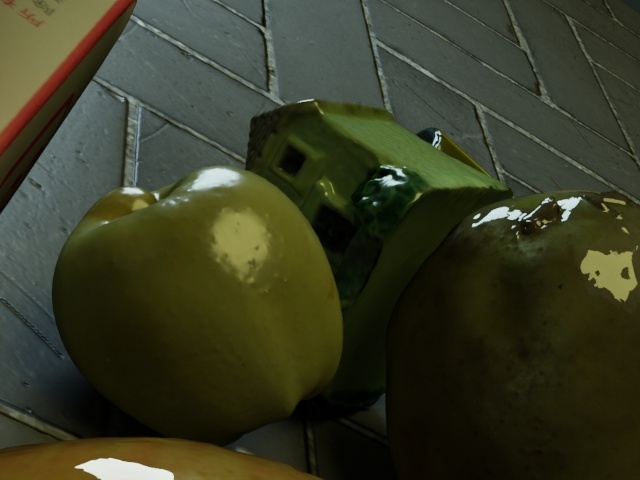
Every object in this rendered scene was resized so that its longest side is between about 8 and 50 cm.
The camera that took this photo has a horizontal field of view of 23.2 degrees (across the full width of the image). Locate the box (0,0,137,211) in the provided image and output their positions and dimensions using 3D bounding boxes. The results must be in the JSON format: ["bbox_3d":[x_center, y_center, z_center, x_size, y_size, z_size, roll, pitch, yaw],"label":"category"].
[{"bbox_3d":[-0.311,-0.049,0.730,0.314,0.300,0.312,34,24,-8],"label":"box"}]

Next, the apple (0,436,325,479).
[{"bbox_3d":[-0.116,0.210,0.708,0.309,0.314,0.252,-83,162,-55],"label":"apple"}]

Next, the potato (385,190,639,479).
[{"bbox_3d":[0.172,0.127,1.127,0.326,0.243,0.221,67,27,-13],"label":"potato"}]

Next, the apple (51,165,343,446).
[{"bbox_3d":[-0.079,0.040,1.044,0.200,0.200,0.200,31,25,-16],"label":"apple"}]

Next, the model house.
[{"bbox_3d":[0.000,0.000,1.214,0.189,0.214,0.195,38,23,26],"label":"model house"}]

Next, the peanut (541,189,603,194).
[{"bbox_3d":[0.276,0.091,1.340,0.192,0.169,0.387,-19,42,-27],"label":"peanut"}]

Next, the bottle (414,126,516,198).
[{"bbox_3d":[0.186,0.007,1.534,0.286,0.082,0.082,40,23,-20],"label":"bottle"}]
